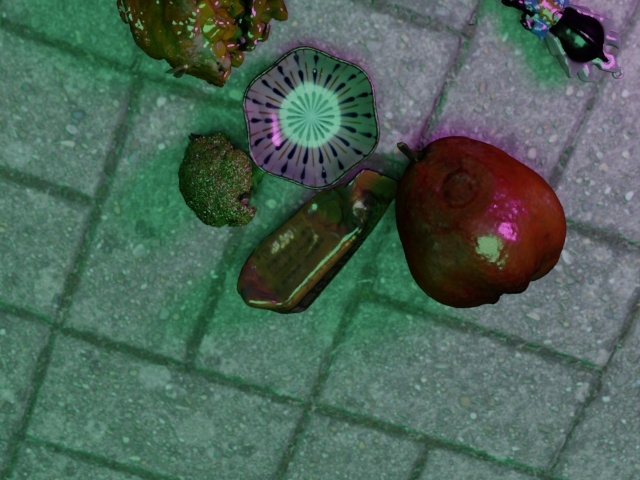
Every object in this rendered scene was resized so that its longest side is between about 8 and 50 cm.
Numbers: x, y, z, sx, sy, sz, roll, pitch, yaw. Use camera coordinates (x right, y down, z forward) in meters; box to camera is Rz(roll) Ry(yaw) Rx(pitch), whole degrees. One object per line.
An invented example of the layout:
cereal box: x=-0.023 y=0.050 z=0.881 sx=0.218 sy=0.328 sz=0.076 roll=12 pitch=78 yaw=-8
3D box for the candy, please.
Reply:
candy: x=0.000 y=0.000 z=1.610 sx=0.271 sy=0.143 sz=0.101 roll=-43 pitch=69 yaw=12

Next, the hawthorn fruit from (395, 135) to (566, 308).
hawthorn fruit: x=0.196 y=-0.039 z=1.559 sx=0.224 sy=0.224 sz=0.261 roll=-36 pitch=94 yaw=11

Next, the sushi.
sushi: x=-0.152 y=-0.331 z=1.454 sx=0.179 sy=0.167 sz=0.297 roll=0 pitch=107 yaw=22

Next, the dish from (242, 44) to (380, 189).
dish: x=-0.014 y=-0.164 z=1.561 sx=0.190 sy=0.066 sz=0.191 roll=0 pitch=98 yaw=-3

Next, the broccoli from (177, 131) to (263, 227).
broccoli: x=-0.134 y=-0.082 z=1.578 sx=0.120 sy=0.131 sz=0.130 roll=-13 pitch=103 yaw=-38

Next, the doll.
doll: x=0.330 y=-0.277 z=1.539 sx=0.195 sy=0.070 sz=0.096 roll=38 pitch=89 yaw=-12
